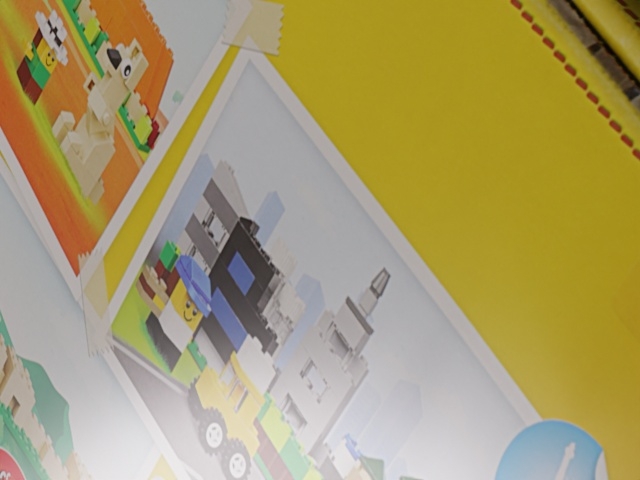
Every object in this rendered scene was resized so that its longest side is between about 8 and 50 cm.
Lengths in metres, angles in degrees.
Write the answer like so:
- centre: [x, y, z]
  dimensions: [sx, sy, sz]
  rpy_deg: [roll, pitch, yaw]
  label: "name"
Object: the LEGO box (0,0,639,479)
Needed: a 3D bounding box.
- centre: [0.000, 0.000, 0.632]
  dimensions: [0.500, 0.193, 0.372]
  rpy_deg: [57, 130, 32]
  label: "LEGO box"
